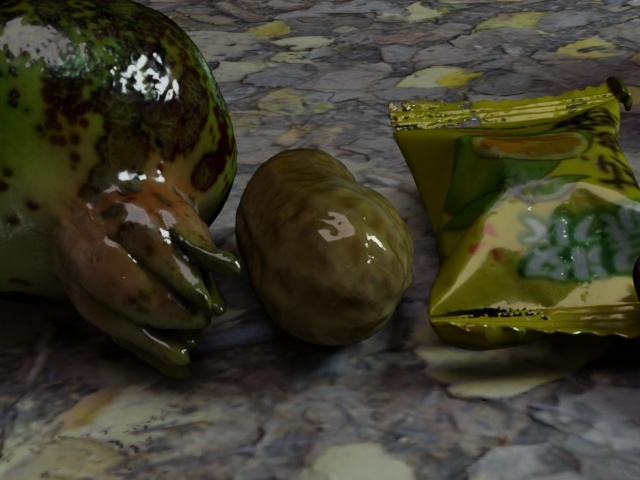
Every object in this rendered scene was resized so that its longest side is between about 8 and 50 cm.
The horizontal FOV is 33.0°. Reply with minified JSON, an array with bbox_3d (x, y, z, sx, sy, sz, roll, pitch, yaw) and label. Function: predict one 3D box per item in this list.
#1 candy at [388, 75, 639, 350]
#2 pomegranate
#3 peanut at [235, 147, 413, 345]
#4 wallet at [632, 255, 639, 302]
[{"bbox_3d":[0.147,-0.025,0.709,0.187,0.081,0.297,-5,33,3],"label":"candy"},{"bbox_3d":[-0.147,-0.028,0.703,0.222,0.276,0.204,-34,-8,-10],"label":"pomegranate"},{"bbox_3d":[0.000,0.000,0.685,0.108,0.095,0.226,22,12,-19],"label":"peanut"},{"bbox_3d":[0.302,0.024,0.586,0.255,0.031,0.137,-13,55,-12],"label":"wallet"}]
